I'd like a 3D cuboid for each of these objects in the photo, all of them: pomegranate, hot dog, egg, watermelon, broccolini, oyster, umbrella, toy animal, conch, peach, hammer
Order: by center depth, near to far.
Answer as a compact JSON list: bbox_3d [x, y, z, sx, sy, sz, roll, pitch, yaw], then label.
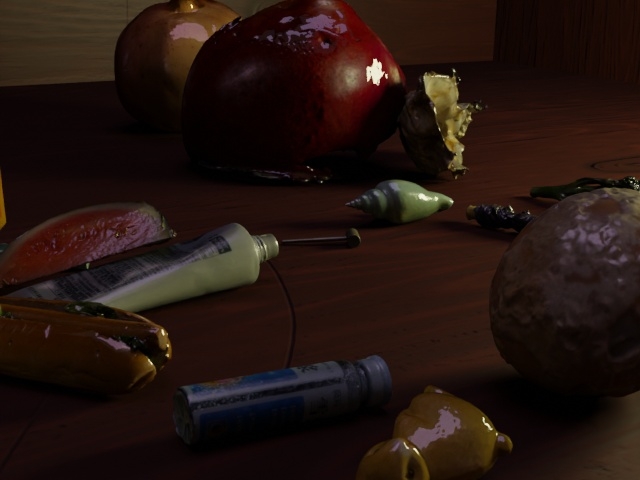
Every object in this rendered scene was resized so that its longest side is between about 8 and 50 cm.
[{"bbox_3d":[0.066,0.172,0.746,0.083,0.070,0.159,17,28,39],"label":"toy animal"},{"bbox_3d":[0.267,0.049,0.956,0.233,0.195,0.195,-26,29,-33],"label":"egg"},{"bbox_3d":[-0.258,0.091,0.973,0.249,0.068,0.100,7,24,19],"label":"hot dog"},{"bbox_3d":[-0.290,0.008,1.203,0.245,0.063,0.119,-14,20,-1],"label":"watermelon"},{"bbox_3d":[0.000,0.000,1.409,0.110,0.019,0.035,-5,16,-1],"label":"hammer"},{"bbox_3d":[0.279,-0.032,1.493,0.144,0.040,0.037,14,29,39],"label":"umbrella"},{"bbox_3d":[0.114,-0.050,1.524,0.180,0.088,0.065,1,59,-24],"label":"conch"},{"bbox_3d":[0.432,-0.082,1.629,0.202,0.068,0.091,11,38,32],"label":"broccolini"},{"bbox_3d":[0.224,-0.215,1.851,0.133,0.198,0.337,1,7,19],"label":"oyster"},{"bbox_3d":[-0.064,-0.256,1.858,0.416,0.353,0.339,-39,3,12],"label":"peach"},{"bbox_3d":[-0.288,-0.400,2.203,0.338,0.338,0.338,1,16,0],"label":"pomegranate"}]

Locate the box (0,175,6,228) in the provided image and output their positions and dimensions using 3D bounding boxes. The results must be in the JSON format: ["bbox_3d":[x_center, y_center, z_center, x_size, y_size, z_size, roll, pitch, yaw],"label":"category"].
[{"bbox_3d":[-0.516,-0.045,1.075,0.259,0.214,0.283,4,28,6],"label":"box"}]

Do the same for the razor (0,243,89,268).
[{"bbox_3d":[-0.433,0.016,1.269,0.277,0.056,0.111,6,29,-8],"label":"razor"}]

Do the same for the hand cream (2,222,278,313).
[{"bbox_3d":[-0.199,0.049,1.166,0.340,0.078,0.124,-17,25,-28],"label":"hand cream"}]

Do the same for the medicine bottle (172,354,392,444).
[{"bbox_3d":[-0.031,0.137,0.876,0.191,0.051,0.051,-5,18,-25],"label":"medicine bottle"}]
